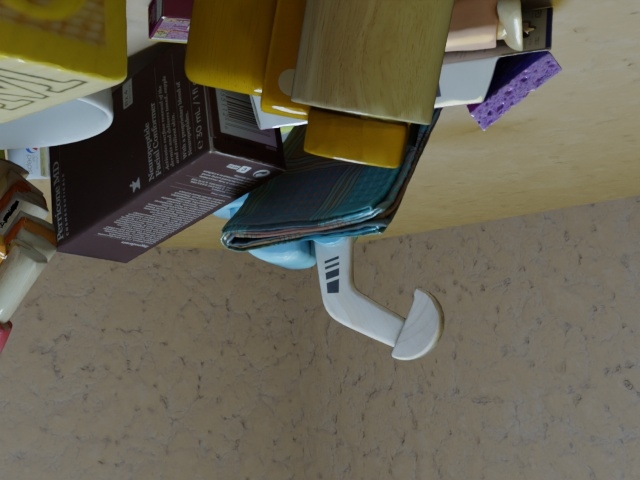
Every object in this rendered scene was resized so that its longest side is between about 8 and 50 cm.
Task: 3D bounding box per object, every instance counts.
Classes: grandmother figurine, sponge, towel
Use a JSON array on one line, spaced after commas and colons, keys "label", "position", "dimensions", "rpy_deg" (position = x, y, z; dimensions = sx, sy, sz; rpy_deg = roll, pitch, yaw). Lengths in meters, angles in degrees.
[{"label": "grandmother figurine", "position": [0.054, -0.244, 1.073], "dimensions": [0.342, 0.104, 0.208], "rpy_deg": [-6, -166, 9]}, {"label": "sponge", "position": [0.234, -0.210, 1.183], "dimensions": [0.117, 0.031, 0.210], "rpy_deg": [-39, -167, 15]}, {"label": "towel", "position": [0.036, -0.133, 1.273], "dimensions": [0.271, 0.370, 0.040], "rpy_deg": [-8, 129, 37]}]

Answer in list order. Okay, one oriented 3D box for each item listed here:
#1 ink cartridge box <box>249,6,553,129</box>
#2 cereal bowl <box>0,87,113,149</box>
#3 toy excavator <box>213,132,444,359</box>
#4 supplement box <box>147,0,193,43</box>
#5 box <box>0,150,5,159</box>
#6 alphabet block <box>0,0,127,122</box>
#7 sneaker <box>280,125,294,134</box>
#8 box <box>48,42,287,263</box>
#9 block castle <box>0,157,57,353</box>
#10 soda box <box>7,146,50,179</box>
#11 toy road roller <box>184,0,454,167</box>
[{"label": "ink cartridge box", "position": [0.108, -0.221, 1.173], "dimensions": [0.370, 0.069, 0.176], "rpy_deg": [-7, -153, 18]}, {"label": "cereal bowl", "position": [-0.418, -0.208, 1.090], "dimensions": [0.338, 0.141, 0.339], "rpy_deg": [-2, 173, 0]}, {"label": "toy excavator", "position": [0.000, 0.000, 1.692], "dimensions": [0.432, 0.445, 0.222], "rpy_deg": [-4, 174, 14]}, {"label": "supplement box", "position": [-0.170, -0.267, 1.093], "dimensions": [0.055, 0.043, 0.083], "rpy_deg": [1, 173, -23]}, {"label": "box", "position": [-0.584, -0.155, 1.611], "dimensions": [0.043, 0.105, 0.179], "rpy_deg": [-9, 173, -2]}, {"label": "alphabet block", "position": [-0.306, -0.223, 0.814], "dimensions": [0.197, 0.192, 0.193], "rpy_deg": [-7, 174, 40]}, {"label": "sneaker", "position": [-0.089, -0.214, 1.425], "dimensions": [0.208, 0.082, 0.094], "rpy_deg": [3, 167, -42]}, {"label": "box", "position": [-0.232, -0.123, 1.320], "dimensions": [0.143, 0.191, 0.381], "rpy_deg": [11, 151, -43]}, {"label": "block castle", "position": [-0.566, -0.017, 1.298], "dimensions": [0.303, 0.213, 0.453], "rpy_deg": [32, -172, -29]}, {"label": "soda box", "position": [-0.500, -0.149, 1.649], "dimensions": [0.069, 0.074, 0.216], "rpy_deg": [-2, -174, -5]}, {"label": "toy road roller", "position": [-0.012, -0.190, 0.835], "dimensions": [0.240, 0.203, 0.329], "rpy_deg": [10, -171, 2]}]
